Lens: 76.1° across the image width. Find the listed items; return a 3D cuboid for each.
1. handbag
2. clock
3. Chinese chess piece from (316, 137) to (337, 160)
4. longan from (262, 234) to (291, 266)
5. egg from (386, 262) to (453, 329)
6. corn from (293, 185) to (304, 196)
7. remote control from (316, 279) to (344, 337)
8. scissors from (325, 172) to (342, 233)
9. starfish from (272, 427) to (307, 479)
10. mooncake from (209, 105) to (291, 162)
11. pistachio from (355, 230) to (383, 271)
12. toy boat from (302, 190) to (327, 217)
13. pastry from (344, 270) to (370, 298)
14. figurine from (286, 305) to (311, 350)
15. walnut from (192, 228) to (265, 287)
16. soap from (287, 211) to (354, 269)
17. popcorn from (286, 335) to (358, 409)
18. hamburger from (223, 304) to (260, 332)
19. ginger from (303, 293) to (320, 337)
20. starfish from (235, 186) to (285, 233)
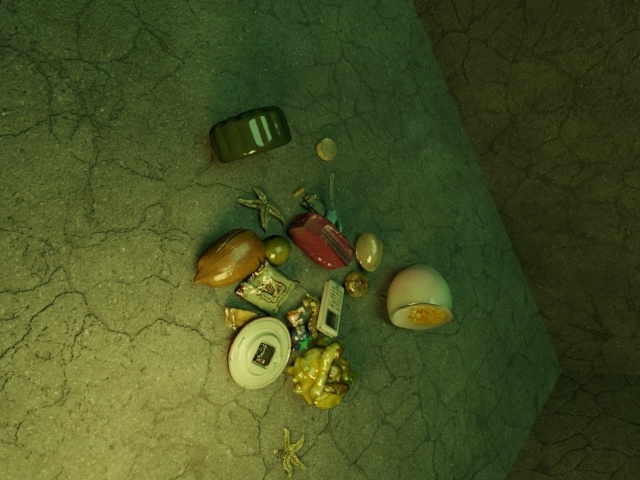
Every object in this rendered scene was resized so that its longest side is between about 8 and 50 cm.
[{"bbox_3d":[-0.233,0.214,1.832,0.235,0.127,0.213,38,88,-23],"label":"handbag"},{"bbox_3d":[-0.251,0.478,1.739,0.318,0.080,0.319,-4,97,-41],"label":"clock"},{"bbox_3d":[0.034,-0.498,2.242,0.122,0.051,0.122,11,71,-36],"label":"Chinese chess piece"},{"bbox_3d":[-0.210,0.056,1.885,0.154,0.176,0.145,-17,47,-21],"label":"longan"},{"bbox_3d":[0.544,0.281,2.281,0.354,0.354,0.340,27,48,-30],"label":"egg"},{"bbox_3d":[-0.109,-0.252,2.091,0.028,0.027,0.083,47,57,0],"label":"corn"},{"bbox_3d":[0.054,0.332,2.019,0.103,0.055,0.277,37,43,-26],"label":"remote control"},{"bbox_3d":[0.060,-0.172,2.134,0.191,0.029,0.360,-5,99,-52],"label":"scissors"},{"bbox_3d":[-0.124,0.922,1.798,0.176,0.053,0.208,-31,102,-38],"label":"starfish"},{"bbox_3d":[-0.309,-0.471,1.809,0.351,0.351,0.187,-26,107,-38],"label":"mooncake"},{"bbox_3d":[0.272,0.059,2.255,0.152,0.126,0.223,-7,88,-4],"label":"pistachio"},{"bbox_3d":[-0.010,-0.165,2.130,0.210,0.066,0.084,44,69,-35],"label":"toy boat"},{"bbox_3d":[0.195,0.235,2.181,0.153,0.081,0.153,0,90,-35],"label":"pastry"},{"bbox_3d":[-0.104,0.414,1.892,0.102,0.111,0.195,-14,66,-9],"label":"figurine"},{"bbox_3d":[-0.382,0.082,1.704,0.336,0.209,0.209,-36,102,-25],"label":"walnut"},{"bbox_3d":[0.000,0.000,1.998,0.325,0.220,0.127,49,51,-19],"label":"soap"},{"bbox_3d":[0.007,0.594,1.862,0.321,0.290,0.326,65,6,-51],"label":"popcorn"},{"bbox_3d":[-0.350,0.335,1.746,0.176,0.087,0.102,21,85,-44],"label":"hamburger"},{"bbox_3d":[-0.033,0.355,1.981,0.176,0.052,0.193,-58,137,-47],"label":"ginger"},{"bbox_3d":[-0.268,-0.138,1.932,0.247,0.050,0.138,48,57,-15],"label":"starfish"}]
